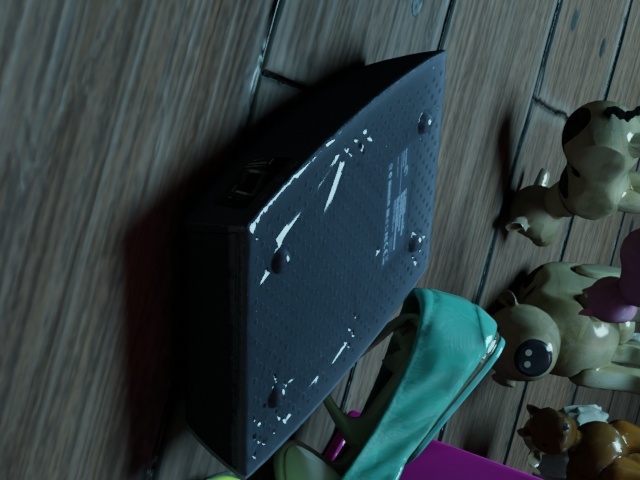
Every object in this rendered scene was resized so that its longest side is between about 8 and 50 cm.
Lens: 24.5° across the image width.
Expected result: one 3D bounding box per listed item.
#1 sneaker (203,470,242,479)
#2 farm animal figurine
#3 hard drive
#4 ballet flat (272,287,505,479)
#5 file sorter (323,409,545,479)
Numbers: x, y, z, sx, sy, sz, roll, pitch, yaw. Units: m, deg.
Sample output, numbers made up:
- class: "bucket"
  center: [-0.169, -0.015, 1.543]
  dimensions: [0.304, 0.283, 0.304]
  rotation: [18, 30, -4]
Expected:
- class: "sneaker"
  center: [-0.070, 0.234, 0.735]
  dimensions: [0.300, 0.121, 0.111]
  rotation: [-50, 147, -46]
- class: "farm animal figurine"
  center: [0.217, 0.057, 1.276]
  dimensions: [0.327, 0.172, 0.330]
  rotation: [34, 65, -80]
- class: "hard drive"
  center: [0.000, 0.000, 0.836]
  dimensions: [0.255, 0.054, 0.172]
  rotation: [-45, 144, -52]
- class: "ballet flat"
  center: [0.021, 0.132, 0.931]
  dimensions: [0.247, 0.087, 0.083]
  rotation: [-55, -177, -18]
- class: "file sorter"
  center: [0.053, 0.305, 0.982]
  dimensions: [0.290, 0.202, 0.182]
  rotation: [-57, 156, -37]
